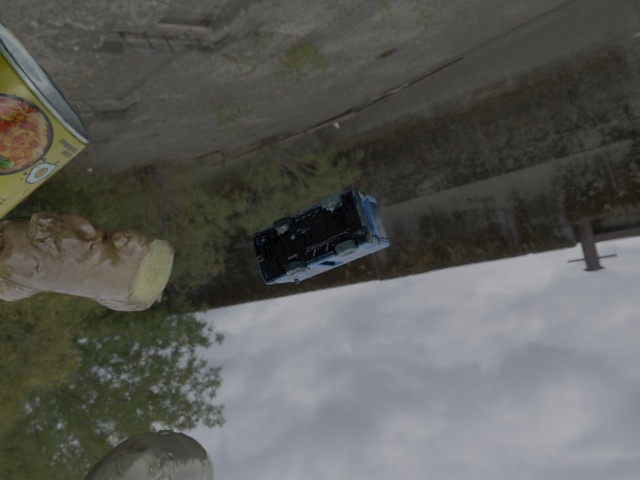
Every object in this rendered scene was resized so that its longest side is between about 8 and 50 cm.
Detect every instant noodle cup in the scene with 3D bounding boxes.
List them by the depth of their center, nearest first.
[{"bbox_3d":[-0.557,-0.193,0.805,0.254,0.326,0.325,-36,-171,-7],"label":"instant noodle cup"}]

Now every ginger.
[{"bbox_3d":[-0.264,0.019,0.517,0.213,0.137,0.074,5,-136,4],"label":"ginger"}]

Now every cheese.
[{"bbox_3d":[-0.257,0.385,0.779,0.198,0.154,0.189,-39,159,19],"label":"cheese"}]

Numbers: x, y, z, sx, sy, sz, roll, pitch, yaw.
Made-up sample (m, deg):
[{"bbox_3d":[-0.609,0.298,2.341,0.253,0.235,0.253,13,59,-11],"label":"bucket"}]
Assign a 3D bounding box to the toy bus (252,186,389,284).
[{"bbox_3d":[0.000,0.000,0.752,0.184,0.090,0.106,-23,166,25],"label":"toy bus"}]
